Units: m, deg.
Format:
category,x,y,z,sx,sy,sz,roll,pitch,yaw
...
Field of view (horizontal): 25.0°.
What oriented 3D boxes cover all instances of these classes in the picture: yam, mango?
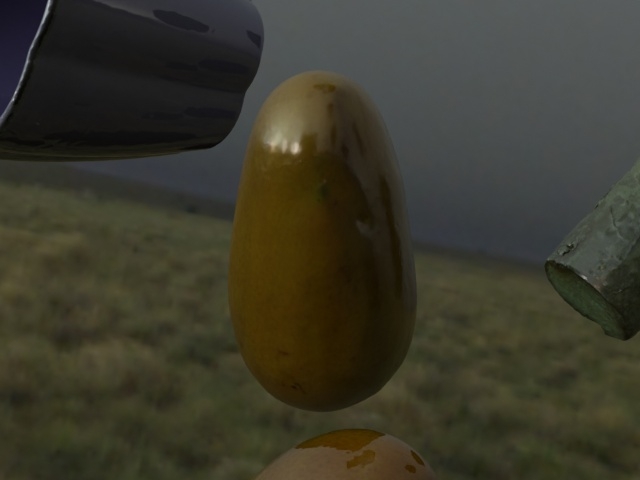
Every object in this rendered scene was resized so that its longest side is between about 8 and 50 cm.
category,x,y,z,sx,sy,sz,roll,pitch,yaw
yam,0.433,-0.007,1.905,0.161,0.268,0.161,44,0,0
mango,0.000,0.000,1.747,0.232,0.445,0.300,1,31,8
mango,-0.016,0.365,1.499,0.221,0.378,0.264,33,20,-37

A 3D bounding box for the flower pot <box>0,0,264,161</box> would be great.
category,x,y,z,sx,sy,sz,roll,pitch,yaw
flower pot,-0.192,-0.173,1.208,0.243,0.265,0.265,14,-1,-41
